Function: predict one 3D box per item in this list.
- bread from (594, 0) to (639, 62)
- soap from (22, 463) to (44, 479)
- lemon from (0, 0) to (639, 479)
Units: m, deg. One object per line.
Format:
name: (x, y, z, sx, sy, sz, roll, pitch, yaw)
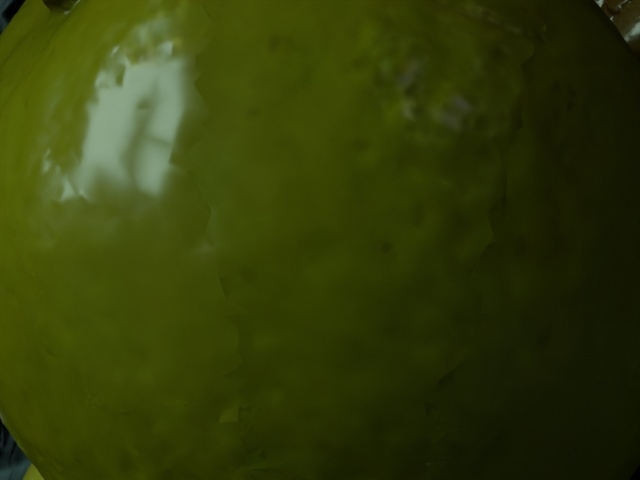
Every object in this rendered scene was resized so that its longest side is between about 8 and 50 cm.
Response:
bread: (0.159, -0.109, 0.855, 0.081, 0.046, 0.083, -56, 26, 20)
soap: (-0.211, 0.184, 1.381, 0.168, 0.033, 0.089, -55, 29, 26)
lemon: (0.000, 0.000, 0.748, 0.348, 0.348, 0.348, -45, 33, 40)
